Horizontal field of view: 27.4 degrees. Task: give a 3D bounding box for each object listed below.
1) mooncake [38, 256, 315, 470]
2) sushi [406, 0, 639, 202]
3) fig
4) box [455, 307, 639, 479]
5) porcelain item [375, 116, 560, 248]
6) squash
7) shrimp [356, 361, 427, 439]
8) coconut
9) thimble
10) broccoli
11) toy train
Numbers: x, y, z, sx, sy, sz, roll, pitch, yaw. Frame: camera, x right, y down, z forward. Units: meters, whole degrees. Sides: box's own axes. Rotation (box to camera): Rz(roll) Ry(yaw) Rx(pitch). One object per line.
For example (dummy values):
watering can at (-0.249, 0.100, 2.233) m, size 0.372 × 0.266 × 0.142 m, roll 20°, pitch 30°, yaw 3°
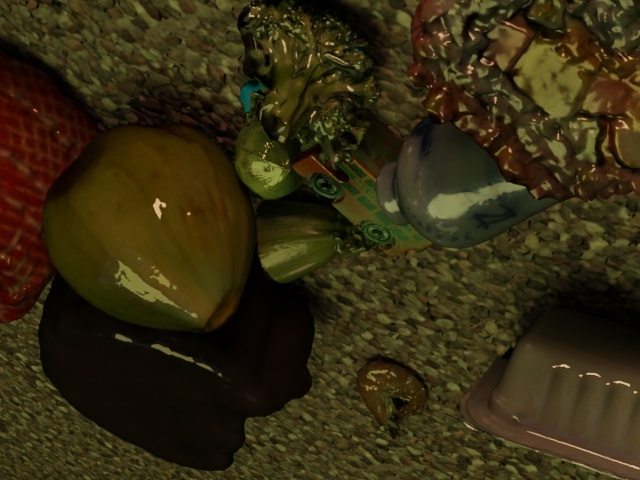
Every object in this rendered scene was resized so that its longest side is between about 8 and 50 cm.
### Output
mooncake at (-0.198, 0.138, 1.769) m, size 0.350 × 0.212 × 0.381 m, roll 30°, pitch 146°, yaw -25°
sushi at (0.214, -0.170, 1.053) m, size 0.270 × 0.171 × 0.236 m, roll 38°, pitch 119°, yaw -13°
fig at (-0.187, -0.002, 1.513) m, size 0.271 × 0.239 × 0.239 m, roll 58°, pitch 159°, yaw 27°
box at (0.339, 0.164, 1.431) m, size 0.336 × 0.264 × 0.106 m, roll 17°, pitch 108°, yaw 18°
porcelain item at (0.175, -0.070, 1.271) m, size 0.259 × 0.141 × 0.141 m, roll -12°, pitch 130°, yaw 36°
squash at (0.001, -0.008, 1.546) m, size 0.132 × 0.105 × 0.105 m, roll -10°, pitch 133°, yaw 26°
shrimp at (0.103, 0.223, 1.838) m, size 0.099 × 0.041 × 0.180 m, roll 3°, pitch 141°, yaw 12°
coconut at (-0.055, -0.091, 1.456) m, size 0.088 × 0.088 × 0.096 m, roll 49°, pitch 174°, yaw -29°
thimble at (-0.454, -0.079, 1.657) m, size 0.350 × 0.230 × 0.350 m, roll 21°, pitch 149°, yaw 14°
broccoli at (-0.021, -0.151, 1.283) m, size 0.154 × 0.160 × 0.167 m, roll 17°, pitch 128°, yaw 20°
toy train at (0.062, -0.061, 1.430) m, size 0.188 × 0.072 × 0.099 m, roll 41°, pitch 140°, yaw -18°
